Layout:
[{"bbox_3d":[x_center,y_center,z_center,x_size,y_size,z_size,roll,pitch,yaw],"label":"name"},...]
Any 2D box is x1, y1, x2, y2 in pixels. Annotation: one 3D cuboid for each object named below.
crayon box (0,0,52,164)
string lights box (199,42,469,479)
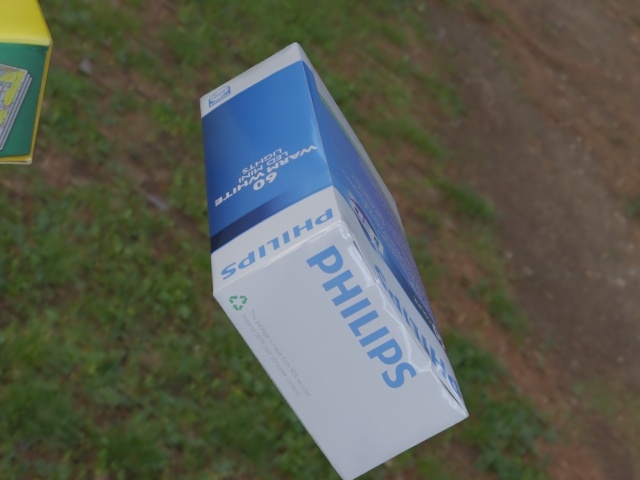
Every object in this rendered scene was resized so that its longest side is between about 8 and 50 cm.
[{"bbox_3d":[-0.389,-0.182,1.009,0.363,0.106,0.313,1,39,-24],"label":"crayon box"},{"bbox_3d":[0.000,0.000,0.853,0.133,0.076,0.260,57,9,-25],"label":"string lights box"}]
